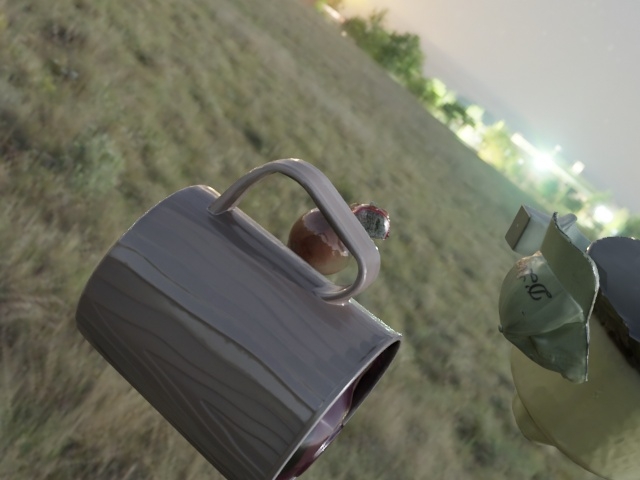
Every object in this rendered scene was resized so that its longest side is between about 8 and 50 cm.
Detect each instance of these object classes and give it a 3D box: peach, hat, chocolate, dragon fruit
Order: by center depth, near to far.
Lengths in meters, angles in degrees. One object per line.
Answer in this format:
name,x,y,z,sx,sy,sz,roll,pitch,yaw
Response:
hat,0.229,0.058,1.036,0.081,0.166,0.122,-11,46,-16
peach,0.001,0.001,1.218,0.083,0.083,0.083,37,11,-8
chocolate,0.439,0.191,1.476,0.326,0.297,0.314,31,33,6
dragon fruit,0.080,-0.039,1.788,0.083,0.060,0.056,10,19,-7

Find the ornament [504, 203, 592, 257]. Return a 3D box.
ornament,0.474,0.033,1.915,0.285,0.130,0.120,40,20,-3

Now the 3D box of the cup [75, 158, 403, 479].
cup,-0.072,0.082,1.012,0.273,0.288,0.208,40,52,13
